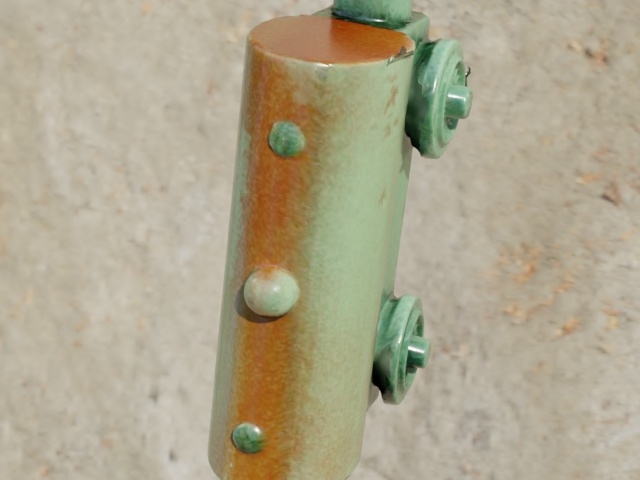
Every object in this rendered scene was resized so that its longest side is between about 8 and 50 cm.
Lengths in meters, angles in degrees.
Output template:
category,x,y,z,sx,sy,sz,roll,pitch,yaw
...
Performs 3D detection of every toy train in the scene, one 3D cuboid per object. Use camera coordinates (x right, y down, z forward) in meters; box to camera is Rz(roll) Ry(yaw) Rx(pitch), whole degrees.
category,x,y,z,sx,sy,sz,roll,pitch,yaw
toy train,0.000,0.000,0.795,0.116,0.177,0.285,14,113,15
